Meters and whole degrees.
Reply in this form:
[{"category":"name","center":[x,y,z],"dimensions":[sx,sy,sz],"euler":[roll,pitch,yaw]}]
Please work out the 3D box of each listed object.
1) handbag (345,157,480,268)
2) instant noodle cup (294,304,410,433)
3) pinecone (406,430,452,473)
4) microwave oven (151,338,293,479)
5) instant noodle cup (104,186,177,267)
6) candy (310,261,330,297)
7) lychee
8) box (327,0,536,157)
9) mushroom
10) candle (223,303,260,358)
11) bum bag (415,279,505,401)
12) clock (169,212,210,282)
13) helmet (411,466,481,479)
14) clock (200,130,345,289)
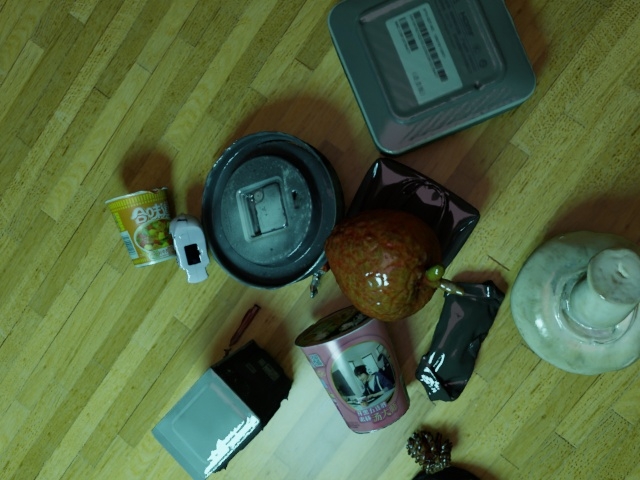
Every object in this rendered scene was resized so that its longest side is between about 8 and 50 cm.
[{"category":"handbag","center":[0.203,-0.036,1.253],"dimensions":[0.285,0.113,0.257],"euler":[31,105,6]},{"category":"instant noodle cup","center":[0.090,0.303,1.231],"dimensions":[0.244,0.244,0.255],"euler":[-22,96,10]},{"category":"pinecone","center":[0.262,0.512,1.257],"dimensions":[0.109,0.102,0.102],"euler":[-2,91,31]},{"category":"microwave oven","center":[-0.211,0.397,1.239],"dimensions":[0.181,0.295,0.237],"euler":[45,98,7]},{"category":"instant noodle cup","center":[-0.450,-0.032,1.353],"dimensions":[0.168,0.168,0.185],"euler":[-14,97,10]},{"category":"candy","center":[0.001,0.000,1.299],"dimensions":[0.059,0.086,0.292],"euler":[8,94,20]},{"category":"lychee","center":[0.150,0.054,1.095],"dimensions":[0.300,0.255,0.255],"euler":[33,97,35]},{"category":"box","center":[0.256,-0.439,1.230],"dimensions":[0.397,0.111,0.396],"euler":[-23,86,8]},{"category":"mushroom","center":[0.569,0.107,1.121],"dimensions":[0.315,0.315,0.356],"euler":[-17,123,10]},{"category":"candle","center":[-0.214,0.240,1.376],"dimensions":[0.026,0.021,0.167],"euler":[33,96,-12]},{"category":"bum bag","center":[0.324,0.235,1.253],"dimensions":[0.142,0.080,0.326],"euler":[24,92,2]},{"category":"clock","center":[-0.337,0.010,1.329],"dimensions":[0.080,0.117,0.176],"euler":[-15,113,-19]},{"category":"helmet","center":[0.321,0.684,1.219],"dimensions":[0.279,0.160,0.230],"euler":[42,96,8]},{"category":"clock","center":[-0.121,-0.073,1.273],"dimensions":[0.386,0.076,0.386],"euler":[1,91,27]}]
